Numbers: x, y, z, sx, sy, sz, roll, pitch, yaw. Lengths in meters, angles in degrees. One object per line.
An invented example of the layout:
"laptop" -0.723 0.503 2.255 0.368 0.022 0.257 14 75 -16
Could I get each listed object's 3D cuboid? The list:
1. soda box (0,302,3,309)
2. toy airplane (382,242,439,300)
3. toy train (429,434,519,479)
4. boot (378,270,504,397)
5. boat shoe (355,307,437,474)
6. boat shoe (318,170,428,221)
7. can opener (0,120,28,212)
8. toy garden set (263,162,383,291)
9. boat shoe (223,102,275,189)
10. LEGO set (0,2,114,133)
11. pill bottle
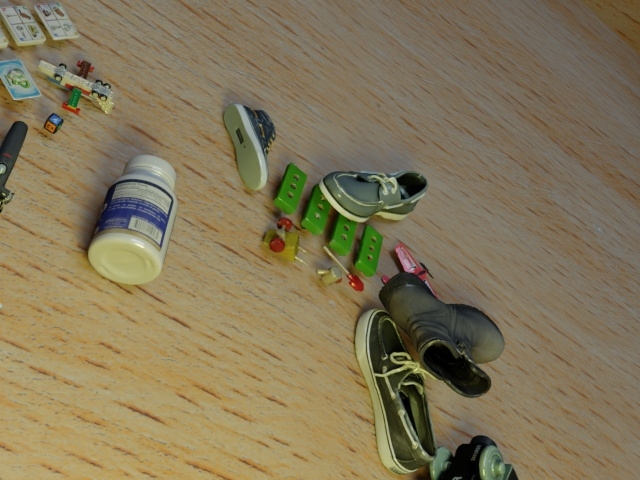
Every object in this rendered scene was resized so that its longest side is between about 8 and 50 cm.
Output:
"soda box" -0.494 0.042 1.122 0.183 0.058 0.063 51 40 -5
"toy airplane" 0.179 0.083 1.780 0.151 0.028 0.151 25 47 -29
"toy train" 0.239 0.480 1.464 0.334 0.142 0.190 -49 119 -49
"boot" 0.254 0.208 1.623 0.338 0.118 0.223 26 22 -35
"boat shoe" 0.142 0.251 1.562 0.113 0.105 0.306 20 50 -34
"boat shoe" 0.111 -0.106 1.753 0.319 0.099 0.116 3 51 -56
"can opener" -0.458 -0.107 1.264 0.073 0.059 0.186 33 44 -23
"toy garden set" 0.000 0.000 1.652 0.244 0.049 0.204 38 40 -19
"boat shoe" -0.114 -0.176 1.648 0.083 0.065 0.183 2 61 -42
"LEGO set" -0.447 -0.272 1.422 0.182 0.060 0.244 -21 71 -44
"pill bottle" -0.279 -0.037 1.349 0.112 0.112 0.187 31 44 -26
